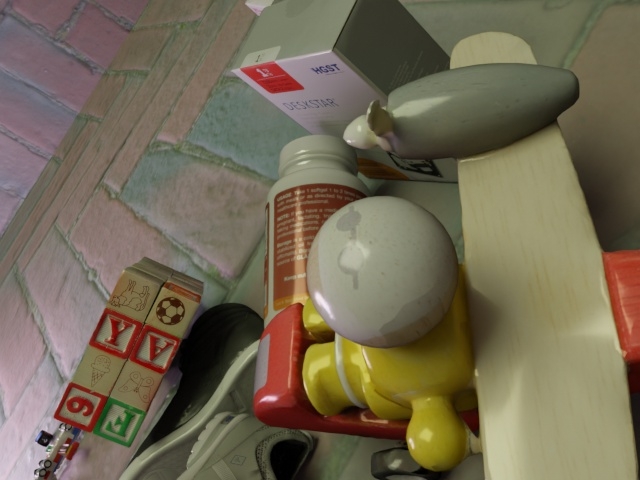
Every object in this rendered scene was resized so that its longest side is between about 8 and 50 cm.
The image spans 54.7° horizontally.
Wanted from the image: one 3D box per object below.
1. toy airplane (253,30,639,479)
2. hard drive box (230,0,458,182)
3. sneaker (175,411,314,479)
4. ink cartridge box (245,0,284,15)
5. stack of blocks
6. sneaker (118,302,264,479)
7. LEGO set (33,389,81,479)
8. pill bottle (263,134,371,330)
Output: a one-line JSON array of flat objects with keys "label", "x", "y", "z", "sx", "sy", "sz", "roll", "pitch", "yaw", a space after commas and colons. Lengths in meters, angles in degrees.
[{"label": "toy airplane", "x": 0.116, "y": 0.051, "z": 0.392, "sx": 0.384, "sy": 0.272, "sz": 0.386, "roll": -56, "pitch": 39, "yaw": 5}, {"label": "hard drive box", "x": 0.051, "y": -0.158, "z": 0.666, "sx": 0.181, "sy": 0.232, "sz": 0.089, "roll": 10, "pitch": 71, "yaw": 53}, {"label": "sneaker", "x": -0.081, "y": 0.251, "z": 0.544, "sx": 0.115, "sy": 0.105, "sz": 0.281, "roll": -6, "pitch": 27, "yaw": 16}, {"label": "ink cartridge box", "x": -0.047, "y": -0.363, "z": 0.982, "sx": 0.062, "sy": 0.181, "sz": 0.104, "roll": -55, "pitch": 35, "yaw": 2}, {"label": "stack of blocks", "x": -0.222, "y": 0.115, "z": 0.785, "sx": 0.171, "sy": 0.087, "sz": 0.297, "roll": -65, "pitch": 9, "yaw": -1}, {"label": "sneaker", "x": -0.149, "y": 0.201, "z": 0.748, "sx": 0.296, "sy": 0.104, "sz": 0.147, "roll": -49, "pitch": 32, "yaw": 4}, {"label": "LEGO set", "x": -0.399, "y": 0.292, "z": 1.032, "sx": 0.244, "sy": 0.060, "sz": 0.182, "roll": -47, "pitch": 24, "yaw": 11}, {"label": "pill bottle", "x": 0.000, "y": 0.000, "z": 0.674, "sx": 0.121, "sy": 0.121, "sz": 0.216, "roll": -23, "pitch": 58, "yaw": 38}]
